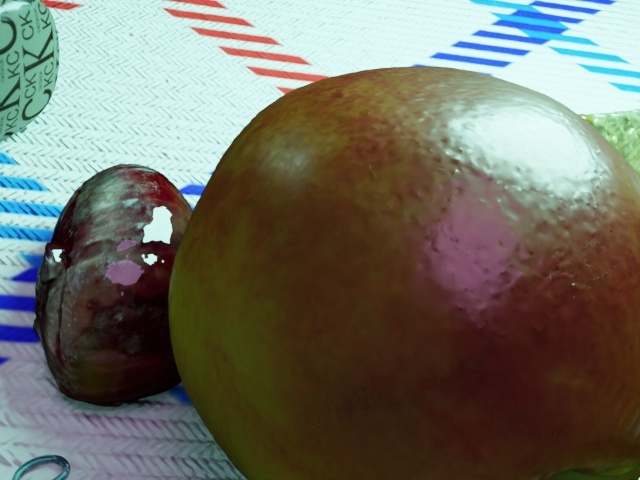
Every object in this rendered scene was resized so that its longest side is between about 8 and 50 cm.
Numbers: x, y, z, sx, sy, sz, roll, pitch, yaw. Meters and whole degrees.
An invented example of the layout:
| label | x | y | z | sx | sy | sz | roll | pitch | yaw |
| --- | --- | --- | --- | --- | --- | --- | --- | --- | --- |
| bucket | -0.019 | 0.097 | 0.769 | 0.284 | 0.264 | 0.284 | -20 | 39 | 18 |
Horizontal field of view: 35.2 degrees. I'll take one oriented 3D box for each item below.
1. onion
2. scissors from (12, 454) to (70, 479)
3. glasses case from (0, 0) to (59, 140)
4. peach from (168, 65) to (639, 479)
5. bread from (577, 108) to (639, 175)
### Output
| label | x | y | z | sx | sy | sz | roll | pitch | yaw |
| --- | --- | --- | --- | --- | --- | --- | --- | --- | --- |
| onion | -0.133 | 0.014 | 0.735 | 0.151 | 0.098 | 0.206 | -2 | 45 | -15 |
| scissors | -0.199 | 0.170 | 0.613 | 0.119 | 0.014 | 0.058 | -21 | 49 | -36 |
| glasses case | -0.356 | -0.102 | 0.765 | 0.085 | 0.137 | 0.354 | 39 | 48 | 25 |
| peach | 0.058 | 0.032 | 0.633 | 0.307 | 0.308 | 0.332 | -9 | 43 | -24 |
| bread | 0.231 | -0.046 | 0.869 | 0.147 | 0.152 | 0.127 | -14 | 58 | -30 |
